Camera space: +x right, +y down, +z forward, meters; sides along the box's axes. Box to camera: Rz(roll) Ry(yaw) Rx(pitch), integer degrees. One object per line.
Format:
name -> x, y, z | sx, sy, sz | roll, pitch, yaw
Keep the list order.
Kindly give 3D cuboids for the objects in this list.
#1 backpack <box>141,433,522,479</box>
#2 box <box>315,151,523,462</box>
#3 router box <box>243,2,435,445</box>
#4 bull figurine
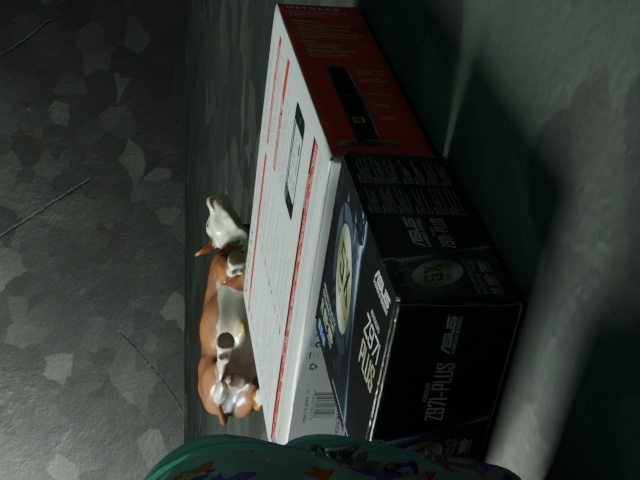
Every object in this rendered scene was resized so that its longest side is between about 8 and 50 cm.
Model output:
backpack -> -0.004, 0.215, 0.575 | 0.191, 0.253, 0.225 | -66, -18, -67
box -> 0.055, 0.048, 0.724 | 0.180, 0.077, 0.147 | -106, 21, -55
router box -> 0.000, 0.000, 0.980 | 0.301, 0.082, 0.335 | -106, 21, -55
bull figurine -> -0.104, 0.080, 1.425 | 0.188, 0.101, 0.310 | 138, 133, -71
